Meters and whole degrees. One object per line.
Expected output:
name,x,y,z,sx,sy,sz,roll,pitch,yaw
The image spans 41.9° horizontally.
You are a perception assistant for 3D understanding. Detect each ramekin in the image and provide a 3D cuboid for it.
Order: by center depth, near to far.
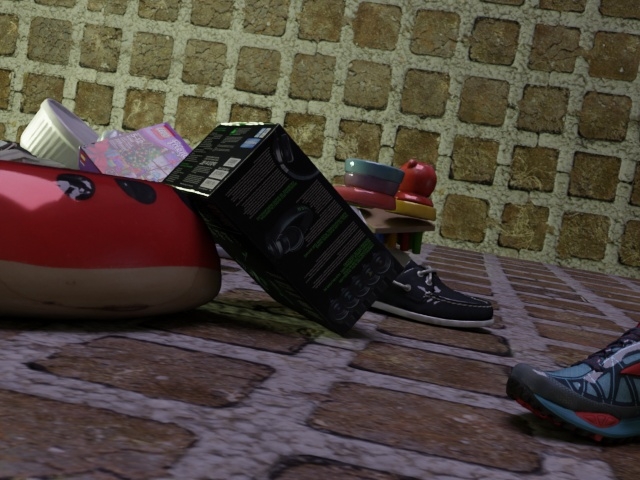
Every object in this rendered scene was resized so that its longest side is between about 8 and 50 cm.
ramekin,-0.601,-0.206,2.026,0.273,0.127,0.273,45,3,-3

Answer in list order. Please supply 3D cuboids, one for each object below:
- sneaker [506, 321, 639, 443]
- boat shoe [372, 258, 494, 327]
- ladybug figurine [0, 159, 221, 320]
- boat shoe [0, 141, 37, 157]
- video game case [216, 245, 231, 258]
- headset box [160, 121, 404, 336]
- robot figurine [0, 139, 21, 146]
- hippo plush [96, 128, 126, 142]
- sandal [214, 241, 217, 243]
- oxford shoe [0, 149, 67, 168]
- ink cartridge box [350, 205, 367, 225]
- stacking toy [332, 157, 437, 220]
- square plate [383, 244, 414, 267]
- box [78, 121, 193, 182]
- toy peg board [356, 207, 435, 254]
sneaker,0.298,0.123,0.812,0.262,0.125,0.104,8,4,-21
boat shoe,0.136,0.075,1.359,0.302,0.091,0.114,10,4,14
ladybug figurine,-0.306,-0.005,0.997,0.305,0.162,0.449,13,5,44
boat shoe,-0.724,-0.133,1.749,0.095,0.112,0.335,47,27,4
video game case,-0.099,0.038,1.830,0.212,0.023,0.193,10,4,19
headset box,-0.052,-0.015,1.147,0.283,0.131,0.246,48,-13,-22
robot figurine,-0.767,-0.151,1.984,0.209,0.173,0.278,44,7,3
hippo plush,-0.363,-0.104,1.747,0.237,0.234,0.294,10,4,18
sandal,-0.148,-0.065,1.829,0.416,0.102,0.169,-10,-8,24
oxford shoe,-0.605,-0.088,1.697,0.130,0.169,0.449,45,9,3
ink cartridge box,0.000,0.000,1.660,0.208,0.087,0.153,7,44,-36
stacking toy,0.104,-0.142,1.892,0.279,0.130,0.309,13,1,33
square plate,0.015,-0.010,2.015,0.344,0.049,0.347,24,12,41
box,-0.305,-0.101,1.612,0.201,0.057,0.293,-23,57,-36
toy peg board,0.163,-0.020,1.996,0.161,0.079,0.161,-3,19,-23
